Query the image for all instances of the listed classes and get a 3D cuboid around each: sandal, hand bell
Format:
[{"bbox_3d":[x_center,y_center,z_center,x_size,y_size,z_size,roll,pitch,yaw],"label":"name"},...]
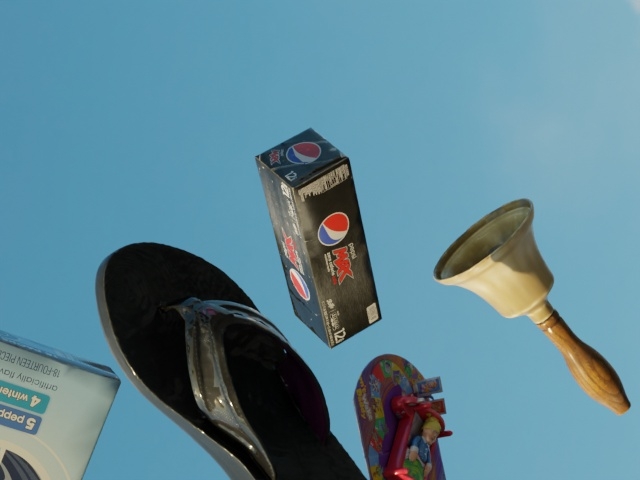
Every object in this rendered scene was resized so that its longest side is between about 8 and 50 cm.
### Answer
[{"bbox_3d":[-0.054,0.170,1.445,0.446,0.107,0.167,52,-131,-2],"label":"sandal"},{"bbox_3d":[0.239,0.087,1.446,0.242,0.126,0.126,49,-130,-13],"label":"hand bell"}]

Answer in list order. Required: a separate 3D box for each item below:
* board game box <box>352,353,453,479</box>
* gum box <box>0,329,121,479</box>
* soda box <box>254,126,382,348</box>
[{"bbox_3d":[0.085,0.180,1.237,0.133,0.033,0.168,1,-104,-58],"label":"board game box"},{"bbox_3d":[-0.215,0.132,0.754,0.157,0.041,0.184,21,-90,-20],"label":"gum box"},{"bbox_3d":[0.000,0.000,1.096,0.053,0.060,0.169,-28,-48,-19],"label":"soda box"}]
